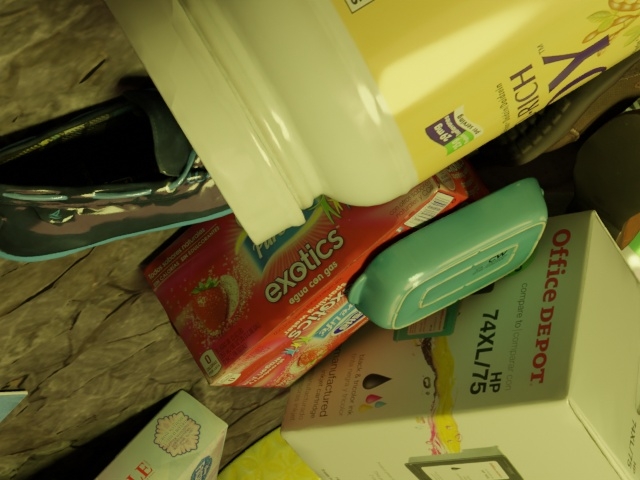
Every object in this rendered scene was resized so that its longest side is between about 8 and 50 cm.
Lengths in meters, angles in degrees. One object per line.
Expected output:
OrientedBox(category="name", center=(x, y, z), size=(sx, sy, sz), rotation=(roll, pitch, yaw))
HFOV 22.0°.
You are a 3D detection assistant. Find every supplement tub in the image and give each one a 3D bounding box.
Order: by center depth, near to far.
OrientedBox(category="supplement tub", center=(0.052, -0.168, 0.928), size=(0.331, 0.241, 0.241), rotation=(-32, 157, -1))

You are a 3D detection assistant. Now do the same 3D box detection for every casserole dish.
OrientedBox(category="casserole dish", center=(0.109, 0.015, 1.311), size=(0.188, 0.037, 0.114), rotation=(-27, 158, -21))

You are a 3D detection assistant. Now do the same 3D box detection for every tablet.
OrientedBox(category="tablet", center=(-0.296, 0.146, 1.418), size=(0.054, 0.006, 0.083), rotation=(-44, 155, 25))

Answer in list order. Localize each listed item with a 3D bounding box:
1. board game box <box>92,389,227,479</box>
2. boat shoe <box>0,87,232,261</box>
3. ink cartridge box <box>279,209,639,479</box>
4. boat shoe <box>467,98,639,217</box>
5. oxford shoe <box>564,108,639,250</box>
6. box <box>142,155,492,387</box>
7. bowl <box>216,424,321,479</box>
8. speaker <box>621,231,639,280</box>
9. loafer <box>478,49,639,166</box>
OrientedBox(category="board game box", center=(-0.230, 0.341, 1.675), size=(0.318, 0.066, 0.319), rotation=(-45, 165, -29))
OrientedBox(category="boat shoe", center=(-0.109, -0.056, 1.125), size=(0.258, 0.109, 0.089), rotation=(-27, 153, -16))
OrientedBox(category="ink cartridge box", center=(0.144, 0.124, 1.438), size=(0.270, 0.198, 0.197), rotation=(-11, 137, 30))
OrientedBox(category="boat shoe", center=(0.230, -0.070, 1.506), size=(0.320, 0.118, 0.103), rotation=(-16, 148, -7))
OrientedBox(category="oxford shoe", center=(0.260, -0.057, 1.389), size=(0.076, 0.076, 0.212), rotation=(-40, 164, -22))
OrientedBox(category="box", center=(0.000, 0.000, 1.345), size=(0.257, 0.123, 0.128), rotation=(-41, 156, 19))
OrientedBox(category="bowl", center=(0.015, 0.319, 1.961), size=(0.289, 0.156, 0.289), rotation=(-26, 157, -12))
OrientedBox(category="speaker", center=(0.248, 0.070, 1.792), size=(0.296, 0.131, 0.131), rotation=(-42, 155, 22))
OrientedBox(category="loafer", center=(0.256, -0.197, 1.294), size=(0.130, 0.134, 0.366), rotation=(-14, 161, -47))
